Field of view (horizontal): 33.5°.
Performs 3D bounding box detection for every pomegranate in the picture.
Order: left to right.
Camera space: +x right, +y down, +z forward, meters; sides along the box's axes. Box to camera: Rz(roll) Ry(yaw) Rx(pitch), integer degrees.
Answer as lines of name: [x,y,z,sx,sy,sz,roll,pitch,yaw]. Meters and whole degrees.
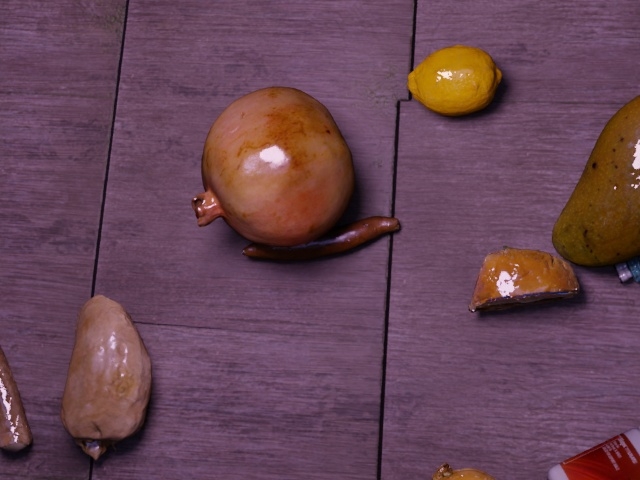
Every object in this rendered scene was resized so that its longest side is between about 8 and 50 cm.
pomegranate: [-0.083,-0.104,1.676,0.270,0.229,0.252,-28,51,-7]

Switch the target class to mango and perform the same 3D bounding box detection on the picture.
mango: [0.495,-0.094,1.634,0.175,0.176,0.330,35,90,-29]

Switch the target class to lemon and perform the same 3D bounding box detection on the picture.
lemon: [0.216,-0.258,1.721,0.155,0.114,0.114,-4,82,10]

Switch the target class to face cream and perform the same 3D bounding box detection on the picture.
face cream: [0.455,0.388,1.551,0.187,0.201,0.201,-26,79,4]

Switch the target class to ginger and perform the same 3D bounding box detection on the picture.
ginger: [-0.346,0.223,1.734,0.138,0.152,0.267,8,77,-20]

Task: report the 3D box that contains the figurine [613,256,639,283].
figurine: [0.513,0.030,1.673,0.106,0.047,0.060,-24,58,14]

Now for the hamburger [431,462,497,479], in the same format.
hamburger: [0.229,0.422,1.643,0.147,0.083,0.138,21,82,8]

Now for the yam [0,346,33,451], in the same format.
yam: [-0.560,0.216,1.802,0.066,0.066,0.300,-26,79,4]

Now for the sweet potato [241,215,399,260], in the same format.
sweet potato: [0.000,0.001,1.751,0.264,0.057,0.057,-7,81,4]

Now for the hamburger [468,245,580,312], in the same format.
hamburger: [0.313,0.053,1.676,0.176,0.087,0.102,-10,84,10]
